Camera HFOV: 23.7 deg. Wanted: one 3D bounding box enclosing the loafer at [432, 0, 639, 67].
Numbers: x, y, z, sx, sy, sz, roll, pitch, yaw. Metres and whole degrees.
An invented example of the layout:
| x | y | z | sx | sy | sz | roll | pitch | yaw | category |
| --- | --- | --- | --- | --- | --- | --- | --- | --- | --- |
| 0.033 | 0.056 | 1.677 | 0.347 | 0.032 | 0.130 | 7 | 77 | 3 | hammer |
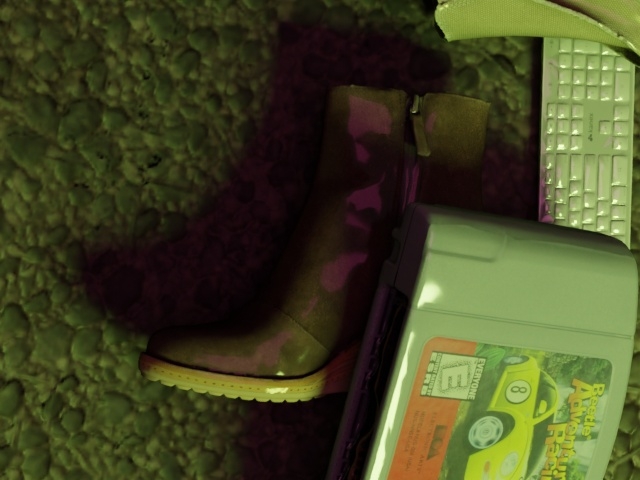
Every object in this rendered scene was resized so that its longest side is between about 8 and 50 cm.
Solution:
| x | y | z | sx | sy | sz | roll | pitch | yaw | category |
| --- | --- | --- | --- | --- | --- | --- | --- | --- | --- |
| 0.116 | -0.172 | 1.033 | 0.268 | 0.102 | 0.092 | 25 | 96 | 2 | loafer |

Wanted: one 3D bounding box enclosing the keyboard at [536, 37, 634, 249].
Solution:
| x | y | z | sx | sy | sz | roll | pitch | yaw | category |
| --- | --- | --- | --- | --- | --- | --- | --- | --- | --- |
| 0.189 | -0.019 | 1.091 | 0.072 | 0.014 | 0.256 | 1 | 92 | -11 | keyboard |

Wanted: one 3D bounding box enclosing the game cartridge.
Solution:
| x | y | z | sx | sy | sz | roll | pitch | yaw | category |
| --- | --- | --- | --- | --- | --- | --- | --- | --- | --- |
| 0.107 | 0.129 | 1.018 | 0.196 | 0.060 | 0.294 | 7 | 103 | -33 | game cartridge |

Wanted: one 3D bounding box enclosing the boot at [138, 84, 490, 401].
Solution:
| x | y | z | sx | sy | sz | roll | pitch | yaw | category |
| --- | --- | --- | --- | --- | --- | --- | --- | --- | --- |
| 0.000 | 0.000 | 1.021 | 0.248 | 0.090 | 0.207 | 0 | 93 | -19 | boot |
